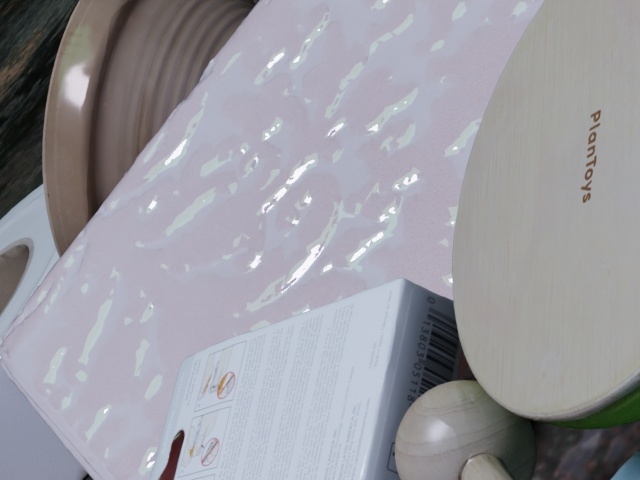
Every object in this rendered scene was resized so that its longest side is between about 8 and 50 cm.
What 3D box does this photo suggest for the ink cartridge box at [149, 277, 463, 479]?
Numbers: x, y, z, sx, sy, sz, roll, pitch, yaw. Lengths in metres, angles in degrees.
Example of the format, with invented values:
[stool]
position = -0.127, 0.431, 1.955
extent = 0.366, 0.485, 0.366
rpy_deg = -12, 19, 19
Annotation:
[ink cartridge box]
position = -0.017, 0.106, 0.763
extent = 0.179, 0.045, 0.145
rpy_deg = -25, 45, 52

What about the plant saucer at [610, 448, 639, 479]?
[plant saucer]
position = 0.142, 0.118, 0.538
extent = 0.195, 0.037, 0.195
rpy_deg = -41, 23, 22

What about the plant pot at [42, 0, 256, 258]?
[plant pot]
position = -0.067, -0.062, 1.093
extent = 0.109, 0.237, 0.237
rpy_deg = 6, 50, 22

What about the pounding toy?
[pounding toy]
position = 0.129, 0.011, 0.596
extent = 0.237, 0.110, 0.183
rpy_deg = -70, 23, 4

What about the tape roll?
[tape roll]
position = -0.218, 0.087, 1.238
extent = 0.286, 0.100, 0.286
rpy_deg = -41, 23, 21

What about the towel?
[towel]
position = 0.000, 0.000, 0.881
extent = 0.332, 0.053, 0.317
rpy_deg = -51, 41, -1
